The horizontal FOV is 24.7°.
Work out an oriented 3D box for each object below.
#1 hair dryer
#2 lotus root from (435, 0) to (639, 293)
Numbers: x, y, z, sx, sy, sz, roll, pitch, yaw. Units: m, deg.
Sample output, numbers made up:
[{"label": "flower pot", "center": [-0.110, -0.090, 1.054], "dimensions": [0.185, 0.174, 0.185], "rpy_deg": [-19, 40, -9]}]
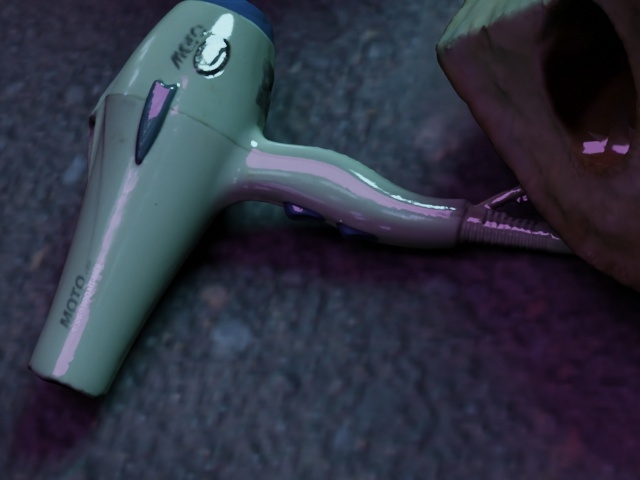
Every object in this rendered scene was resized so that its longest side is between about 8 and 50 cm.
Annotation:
[{"label": "hair dryer", "center": [-0.018, 0.012, 0.553], "dimensions": [0.199, 0.067, 0.167], "rpy_deg": [33, 82, 17]}, {"label": "lotus root", "center": [0.186, -0.117, 0.513], "dimensions": [0.314, 0.142, 0.210], "rpy_deg": [-42, 93, -16]}]
